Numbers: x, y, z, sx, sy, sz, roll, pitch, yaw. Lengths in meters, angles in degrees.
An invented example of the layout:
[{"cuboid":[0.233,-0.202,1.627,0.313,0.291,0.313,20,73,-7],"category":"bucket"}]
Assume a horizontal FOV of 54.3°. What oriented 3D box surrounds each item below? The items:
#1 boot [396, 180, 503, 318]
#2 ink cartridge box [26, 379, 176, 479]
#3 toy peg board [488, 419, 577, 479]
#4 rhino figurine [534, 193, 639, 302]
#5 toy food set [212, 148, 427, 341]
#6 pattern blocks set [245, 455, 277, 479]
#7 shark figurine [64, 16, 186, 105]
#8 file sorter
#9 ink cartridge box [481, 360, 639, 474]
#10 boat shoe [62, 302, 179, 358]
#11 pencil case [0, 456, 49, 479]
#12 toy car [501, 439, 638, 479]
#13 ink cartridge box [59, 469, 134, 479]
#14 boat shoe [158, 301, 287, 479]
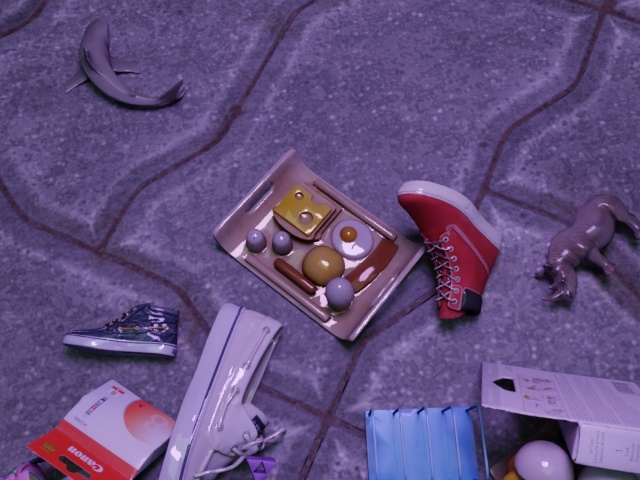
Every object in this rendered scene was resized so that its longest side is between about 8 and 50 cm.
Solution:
[{"cuboid":[0.196,0.025,1.006,0.244,0.088,0.176,33,69,-34],"category":"boot"},{"cuboid":[-0.314,0.287,0.926,0.146,0.179,0.045,29,104,11],"category":"ink cartridge box"},{"cuboid":[0.371,0.365,0.935,0.161,0.079,0.160,-33,72,-11],"category":"toy peg board"},{"cuboid":[0.453,0.017,1.071,0.106,0.073,0.243,43,77,11],"category":"rhino figurine"},{"cuboid":[0.000,0.000,1.071,0.306,0.092,0.219,37,74,13],"category":"toy food set"},{"cuboid":[-0.130,0.452,0.864,0.286,0.026,0.324,28,89,-16],"category":"pattern blocks set"},{"cuboid":[-0.398,-0.324,1.191,0.278,0.116,0.166,40,76,16],"category":"shark figurine"},{"cuboid":[0.158,0.311,0.945,0.171,0.104,0.118,-2,70,-1],"category":"file sorter"},{"cuboid":[0.348,0.242,0.883,0.239,0.275,0.060,5,92,15],"category":"ink cartridge box"},{"cuboid":[-0.327,0.147,1.038,0.184,0.065,0.083,5,68,-5],"category":"boat shoe"},{"cuboid":[-0.528,0.426,0.900,0.284,0.124,0.124,-24,71,-7],"category":"pencil case"},{"cuboid":[0.342,0.344,0.852,0.182,0.136,0.159,12,112,22],"category":"toy car"},{"cuboid":[-0.332,0.409,0.845,0.128,0.176,0.128,11,98,26],"category":"ink cartridge box"},{"cuboid":[-0.130,0.282,0.956,0.157,0.135,0.366,15,60,3],"category":"boat shoe"}]
